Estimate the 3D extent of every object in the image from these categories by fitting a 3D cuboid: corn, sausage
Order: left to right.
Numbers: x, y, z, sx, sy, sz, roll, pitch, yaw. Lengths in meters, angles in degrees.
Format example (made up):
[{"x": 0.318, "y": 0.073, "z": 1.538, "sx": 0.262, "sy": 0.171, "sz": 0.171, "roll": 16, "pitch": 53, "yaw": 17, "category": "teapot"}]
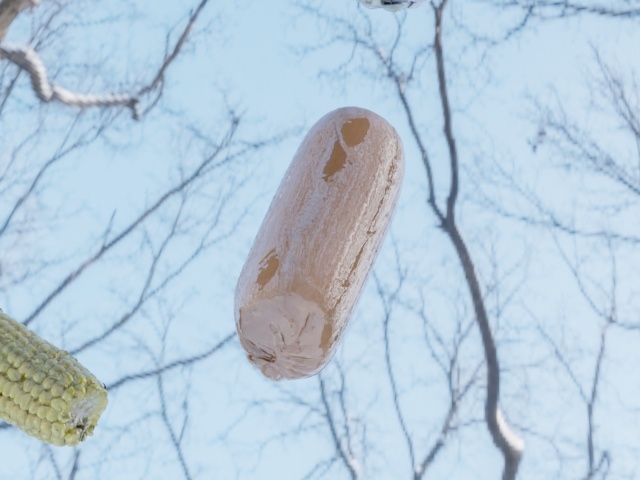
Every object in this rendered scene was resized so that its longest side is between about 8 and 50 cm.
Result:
[{"x": -0.366, "y": 0.126, "z": 1.471, "sx": 0.317, "sy": 0.115, "sz": 0.115, "roll": 26, "pitch": -50, "yaw": 30, "category": "corn"}, {"x": 0.000, "y": 0.001, "z": 1.313, "sx": 0.121, "sy": 0.304, "sz": 0.121, "roll": 12, "pitch": -42, "yaw": 11, "category": "sausage"}]

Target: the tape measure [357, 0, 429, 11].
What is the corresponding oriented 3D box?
[{"x": 0.060, "y": -0.338, "z": 1.355, "sx": 0.178, "sy": 0.105, "sz": 0.196, "roll": 27, "pitch": -100, "yaw": -13, "category": "tape measure"}]
